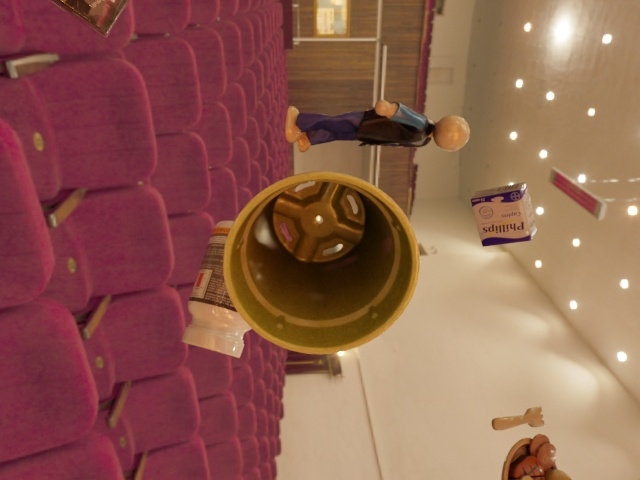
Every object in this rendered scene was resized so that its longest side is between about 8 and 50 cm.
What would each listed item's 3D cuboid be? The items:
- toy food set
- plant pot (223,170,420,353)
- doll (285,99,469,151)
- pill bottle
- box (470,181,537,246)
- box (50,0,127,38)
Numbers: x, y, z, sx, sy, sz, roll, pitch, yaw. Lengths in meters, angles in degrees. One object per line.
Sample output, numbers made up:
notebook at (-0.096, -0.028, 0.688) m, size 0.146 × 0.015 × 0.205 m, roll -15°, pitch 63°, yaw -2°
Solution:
toy food set at (0.293, 0.328, 0.647) m, size 0.038 × 0.132 × 0.192 m, roll -27°, pitch -116°, yaw 53°
plant pot at (0.000, 0.000, 0.797) m, size 0.254 × 0.276 × 0.276 m, roll -92°, pitch -178°, yaw -71°
doll at (0.064, -0.120, 0.528) m, size 0.129 × 0.189 × 0.046 m, roll 17°, pitch 78°, yaw -73°
pill bottle at (-0.202, 0.109, 1.088) m, size 0.162 × 0.162 × 0.278 m, roll 101°, pitch 5°, yaw -73°
box at (0.466, -0.065, 1.236) m, size 0.072 × 0.126 × 0.137 m, roll -38°, pitch 113°, yaw -51°
box at (-0.317, -0.474, 0.641) m, size 0.307 × 0.242 × 0.076 m, roll -58°, pitch -151°, yaw -1°
